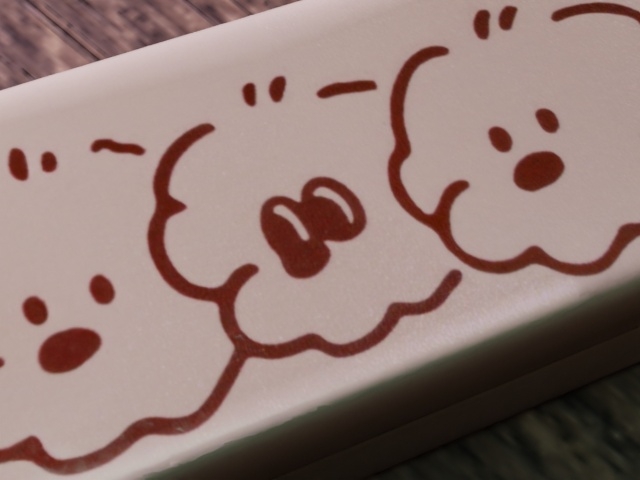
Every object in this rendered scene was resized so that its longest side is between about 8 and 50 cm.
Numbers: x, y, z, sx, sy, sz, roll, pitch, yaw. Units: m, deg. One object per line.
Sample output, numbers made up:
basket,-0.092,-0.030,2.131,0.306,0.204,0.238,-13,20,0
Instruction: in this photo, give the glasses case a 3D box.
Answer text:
glasses case,0.000,0.000,0.528,0.336,0.076,0.144,-21,62,-22
